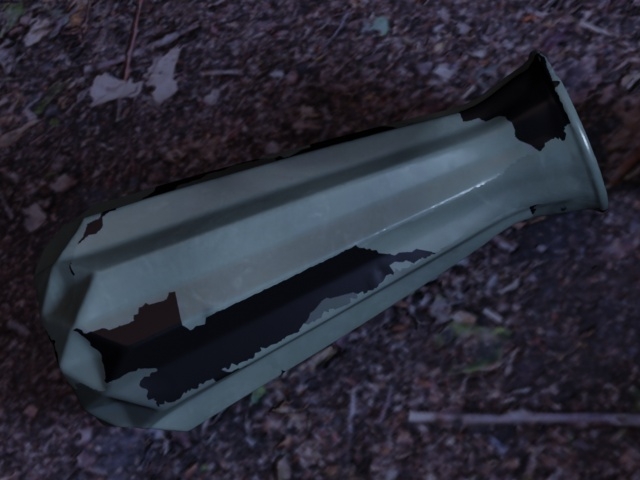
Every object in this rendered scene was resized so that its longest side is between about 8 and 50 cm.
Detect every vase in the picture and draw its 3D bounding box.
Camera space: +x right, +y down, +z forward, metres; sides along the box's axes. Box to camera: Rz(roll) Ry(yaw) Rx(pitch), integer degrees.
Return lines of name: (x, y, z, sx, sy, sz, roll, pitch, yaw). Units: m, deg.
vase: (0.000, 0.000, 1.050, 0.360, 0.165, 0.165, -23, 47, 4)
